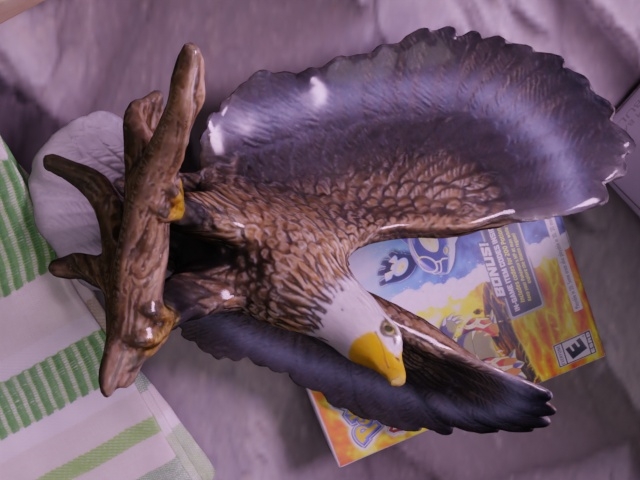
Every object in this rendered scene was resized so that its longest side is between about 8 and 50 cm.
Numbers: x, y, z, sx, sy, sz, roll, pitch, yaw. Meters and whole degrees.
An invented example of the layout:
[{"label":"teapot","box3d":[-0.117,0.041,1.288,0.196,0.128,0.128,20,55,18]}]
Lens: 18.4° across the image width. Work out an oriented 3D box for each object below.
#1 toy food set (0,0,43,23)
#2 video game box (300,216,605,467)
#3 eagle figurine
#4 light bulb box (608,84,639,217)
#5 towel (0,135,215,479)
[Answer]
[{"label":"toy food set","box3d":[-0.205,-0.204,1.068,0.132,0.038,0.192,-24,121,4]},{"label":"video game box","box3d":[0.059,0.015,1.211,0.187,0.048,0.205,-22,115,-1]},{"label":"eagle figurine","box3d":[0.005,0.009,1.095,0.298,0.225,0.226,-4,160,-41]},{"label":"light bulb box","box3d":[0.420,-0.048,1.175,0.361,0.225,0.358,38,99,-23]},{"label":"towel","box3d":[-0.234,0.089,1.176,0.248,0.038,0.325,-27,117,0]}]
